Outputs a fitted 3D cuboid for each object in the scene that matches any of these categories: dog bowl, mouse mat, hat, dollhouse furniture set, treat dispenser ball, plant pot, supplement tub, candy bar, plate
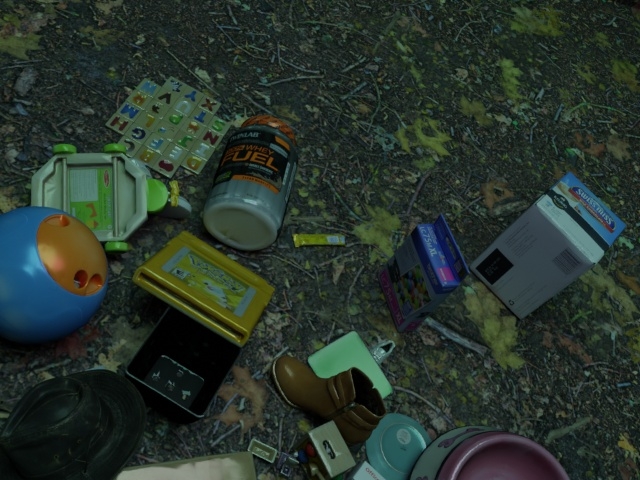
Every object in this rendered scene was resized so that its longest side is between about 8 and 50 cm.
[{"bbox_3d":[0.404,0.619,1.651,0.407,0.150,0.408,6,69,-15],"label":"dog bowl"},{"bbox_3d":[0.074,0.334,1.809,0.152,0.007,0.190,-28,73,-15],"label":"mouse mat"},{"bbox_3d":[-0.505,0.356,1.371,0.331,0.134,0.331,-9,48,9],"label":"hat"},{"bbox_3d":[-0.106,0.485,1.604,0.114,0.081,0.091,28,51,-6],"label":"dollhouse furniture set"},{"bbox_3d":[-0.593,0.072,1.526,0.288,0.288,0.288,12,54,-17],"label":"treat dispenser ball"},{"bbox_3d":[-0.311,0.293,1.586,0.187,0.167,0.188,32,50,-2],"label":"plant pot"},{"bbox_3d":[-0.175,-0.159,1.932,0.207,0.207,0.338,20,51,-11],"label":"supplement tub"},{"bbox_3d":[0.000,0.000,2.026,0.161,0.018,0.040,0,62,-25],"label":"candy bar"},{"bbox_3d":[0.199,0.507,1.770,0.188,0.024,0.188,12,54,-17],"label":"plate"}]

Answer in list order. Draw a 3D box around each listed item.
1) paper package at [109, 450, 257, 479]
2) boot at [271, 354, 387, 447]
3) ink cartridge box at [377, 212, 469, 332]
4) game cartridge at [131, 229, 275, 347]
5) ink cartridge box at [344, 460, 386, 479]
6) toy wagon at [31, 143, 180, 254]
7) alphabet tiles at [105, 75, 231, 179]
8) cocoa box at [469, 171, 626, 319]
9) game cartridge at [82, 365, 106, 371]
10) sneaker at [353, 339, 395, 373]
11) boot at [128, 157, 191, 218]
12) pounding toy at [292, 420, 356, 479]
[{"bbox_3d":[-0.260,0.601,1.400,0.309,0.168,0.325,0,57,-26],"label":"paper package"},{"bbox_3d":[0.017,0.342,1.670,0.109,0.220,0.283,-28,72,-36],"label":"boot"},{"bbox_3d":[0.258,0.089,1.896,0.065,0.311,0.186,-3,59,-28],"label":"ink cartridge box"},{"bbox_3d":[-0.258,0.100,1.712,0.285,0.053,0.324,32,18,-3],"label":"game cartridge"},{"bbox_3d":[0.090,0.590,1.637,0.109,0.063,0.150,42,51,6],"label":"ink cartridge box"},{"bbox_3d":[-0.512,-0.098,1.753,0.344,0.068,0.268,-2,78,-10],"label":"toy wagon"},{"bbox_3d":[-0.423,-0.325,2.055,0.285,0.011,0.343,29,51,-5],"label":"alphabet tiles"},{"bbox_3d":[0.649,0.018,2.103,0.231,0.347,0.228,47,51,10],"label":"cocoa box"},{"bbox_3d":[-0.482,0.316,1.588,0.055,0.017,0.083,-14,65,-28],"label":"game cartridge"},{"bbox_3d":[0.133,0.299,1.858,0.054,0.061,0.152,48,53,8],"label":"sneaker"},{"bbox_3d":[-0.447,-0.146,1.865,0.258,0.095,0.124,16,60,-13],"label":"boot"},{"bbox_3d":[0.005,0.495,1.619,0.100,0.130,0.141,-16,66,-32],"label":"pounding toy"}]
